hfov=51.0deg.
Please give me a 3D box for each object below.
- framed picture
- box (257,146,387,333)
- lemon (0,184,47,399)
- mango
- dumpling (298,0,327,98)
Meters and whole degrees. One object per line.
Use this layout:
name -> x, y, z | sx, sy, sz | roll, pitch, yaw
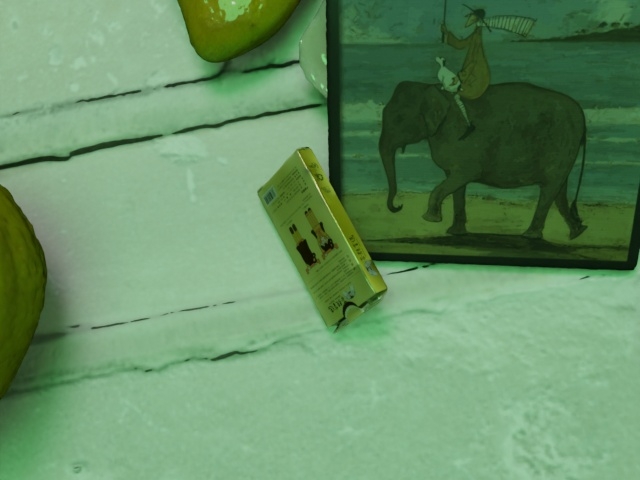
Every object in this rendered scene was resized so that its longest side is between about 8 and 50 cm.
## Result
framed picture -> 0.133, -0.140, 0.521 | 0.265, 0.016, 0.347 | 3, 111, 8
box -> 0.000, 0.000, 0.577 | 0.073, 0.020, 0.149 | -40, 72, 43
lemon -> -0.364, 0.056, 0.514 | 0.268, 0.268, 0.322 | 33, 90, 12
mango -> -0.076, -0.318, 0.621 | 0.176, 0.119, 0.317 | 1, 84, 0
dumpling -> 0.106, -0.191, 0.567 | 0.252, 0.131, 0.179 | -35, 84, 4
